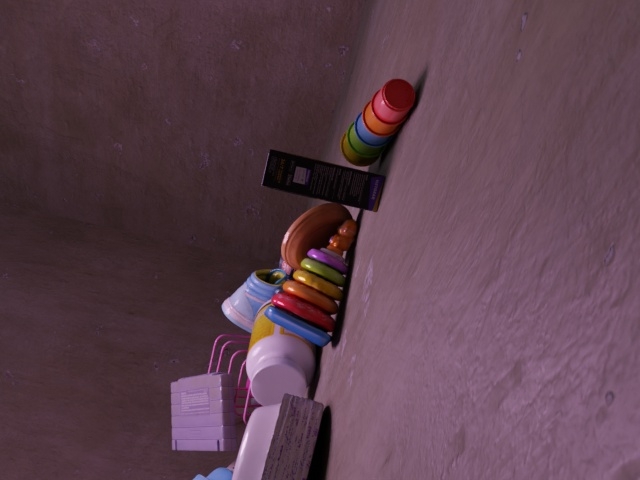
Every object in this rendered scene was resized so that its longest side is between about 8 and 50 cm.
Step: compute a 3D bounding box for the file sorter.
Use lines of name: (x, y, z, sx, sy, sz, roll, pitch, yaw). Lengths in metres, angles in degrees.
file sorter: (-0.208, 0.425, 2.098, 0.291, 0.182, 0.202, 21, 100, 55)

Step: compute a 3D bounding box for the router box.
router box: (-0.003, -0.134, 1.515, 0.309, 0.243, 0.081, -127, 50, -83)

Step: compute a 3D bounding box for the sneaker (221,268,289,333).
sneaker: (-0.117, 0.207, 2.074, 0.208, 0.319, 0.127, -52, 32, 11)

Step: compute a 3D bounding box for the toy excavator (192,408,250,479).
toy excavator: (-0.264, 0.758, 2.097, 0.445, 0.433, 0.222, -38, -48, -37)

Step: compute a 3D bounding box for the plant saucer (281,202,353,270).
plant saucer: (0.000, 0.000, 1.645, 0.037, 0.200, 0.200, 50, 138, 37)

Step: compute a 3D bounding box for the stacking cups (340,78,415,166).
stacking cups: (0.107, -0.233, 1.351, 0.316, 0.096, 0.096, 125, 157, -79)

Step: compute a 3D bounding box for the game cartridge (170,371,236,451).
game cartridge: (-0.364, 0.530, 2.094, 0.355, 0.068, 0.230, -21, 65, 51)

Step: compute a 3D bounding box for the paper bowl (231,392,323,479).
paper bowl: (-0.096, 0.462, 1.417, 0.284, 0.148, 0.284, 15, -90, -89)

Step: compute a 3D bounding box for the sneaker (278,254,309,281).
sneaker: (-0.057, 0.100, 2.096, 0.350, 0.148, 0.131, -99, 22, -77)

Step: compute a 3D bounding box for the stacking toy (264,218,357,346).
stacking toy: (0.006, 0.081, 1.589, 0.301, 0.166, 0.175, -63, -6, -6)

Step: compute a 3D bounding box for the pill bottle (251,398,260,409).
pill bottle: (-0.162, 0.507, 2.308, 0.136, 0.136, 0.245, 108, 171, -51)

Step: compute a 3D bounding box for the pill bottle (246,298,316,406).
pill bottle: (-0.104, 0.306, 1.857, 0.334, 0.188, 0.188, -87, 11, -67)
